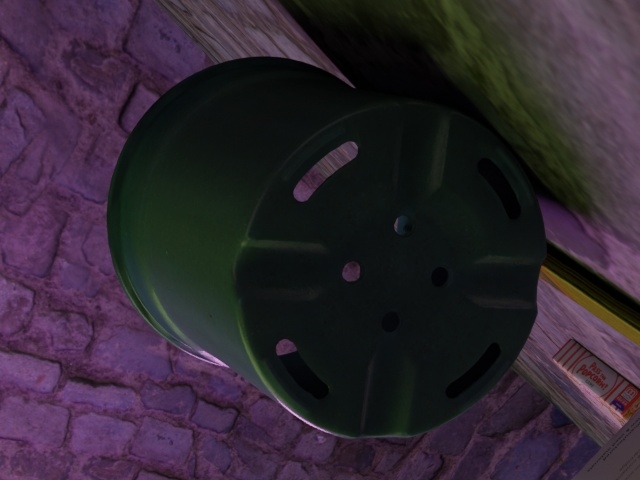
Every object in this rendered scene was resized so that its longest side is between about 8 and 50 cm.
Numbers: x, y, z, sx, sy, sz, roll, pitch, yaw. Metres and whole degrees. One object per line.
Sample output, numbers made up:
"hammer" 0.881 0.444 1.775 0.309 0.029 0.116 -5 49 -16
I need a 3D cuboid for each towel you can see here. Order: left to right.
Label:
"towel" 0.260 0.054 0.778 0.102 0.021 0.237 36 -175 -43

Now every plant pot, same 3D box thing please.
"plant pot" 0.000 0.000 0.736 0.341 0.341 0.334 43 173 -21

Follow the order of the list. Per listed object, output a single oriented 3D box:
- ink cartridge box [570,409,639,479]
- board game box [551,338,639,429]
"ink cartridge box" 0.421 0.311 0.712 0.285 0.166 0.395 43 -179 1
"board game box" 0.440 0.241 1.207 0.193 0.045 0.147 43 -179 -38
